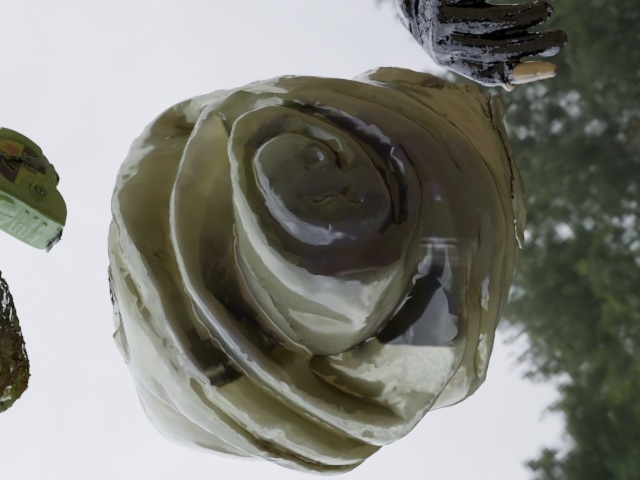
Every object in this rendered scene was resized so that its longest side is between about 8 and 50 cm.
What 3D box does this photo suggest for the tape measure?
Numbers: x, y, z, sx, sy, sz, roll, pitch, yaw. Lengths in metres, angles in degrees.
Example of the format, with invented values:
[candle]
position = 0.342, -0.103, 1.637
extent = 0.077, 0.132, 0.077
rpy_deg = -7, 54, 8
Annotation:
[tape measure]
position = -0.490, -0.090, 2.329
extent = 0.200, 0.106, 0.175
rpy_deg = 27, -143, -25

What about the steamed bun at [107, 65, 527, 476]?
[steamed bun]
position = 0.000, 0.000, 1.184
extent = 0.346, 0.394, 0.237
rpy_deg = 41, 171, 1

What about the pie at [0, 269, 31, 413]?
[pie]
position = -0.520, 0.048, 1.947
extent = 0.395, 0.180, 0.418
rpy_deg = -50, -50, -70

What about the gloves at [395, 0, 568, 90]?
[gloves]
position = 0.170, -0.218, 1.585
extent = 0.106, 0.129, 0.181
rpy_deg = -24, -129, -39
